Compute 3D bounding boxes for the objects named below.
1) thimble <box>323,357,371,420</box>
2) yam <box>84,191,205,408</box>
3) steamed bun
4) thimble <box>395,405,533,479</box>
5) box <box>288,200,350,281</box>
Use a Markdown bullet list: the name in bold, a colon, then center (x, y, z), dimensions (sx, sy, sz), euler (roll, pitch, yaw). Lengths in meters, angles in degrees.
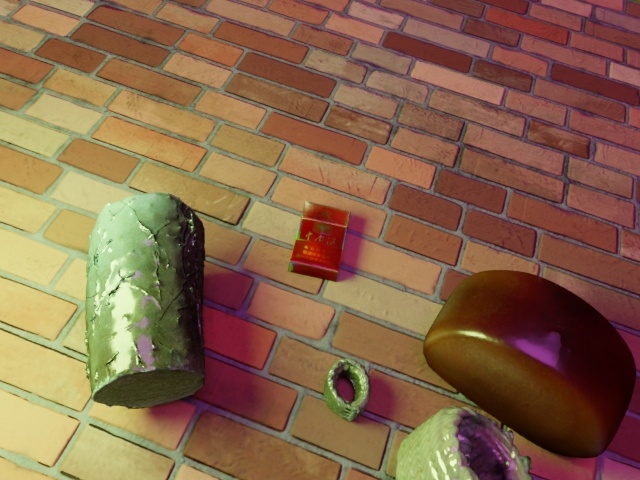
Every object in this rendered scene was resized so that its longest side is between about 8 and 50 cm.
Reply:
- **thimble**: center (0.052, 0.286, 1.106), dimensions (0.085, 0.062, 0.109), euler (-8, 57, -15)
- **yam**: center (-0.312, 0.118, 1.058), dimensions (0.241, 0.241, 0.348), euler (-3, 57, -10)
- **steamed bun**: center (0.403, 0.214, 1.093), dimensions (0.379, 0.248, 0.235), euler (34, 57, 16)
- **thimble**: center (0.237, 0.393, 0.964), dimensions (0.219, 0.150, 0.219), euler (27, 34, -20)
- **box**: center (0.000, -0.001, 1.304), dimensions (0.112, 0.048, 0.175), euler (11, 55, 0)
